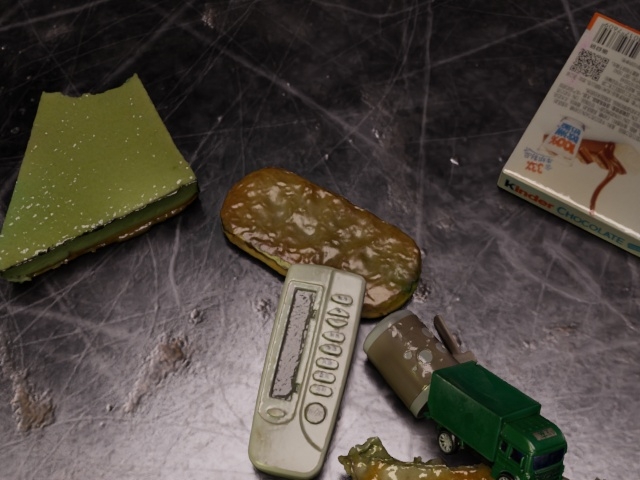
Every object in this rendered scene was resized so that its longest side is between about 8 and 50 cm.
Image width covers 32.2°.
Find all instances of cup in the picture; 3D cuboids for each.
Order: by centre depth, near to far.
[{"bbox_3d":[0.110,0.121,1.187,0.102,0.074,0.099,-35,69,-15],"label":"cup"}]

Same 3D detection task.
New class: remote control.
[{"bbox_3d":[-0.014,0.139,1.184,0.090,0.049,0.230,10,70,10],"label":"remote control"}]

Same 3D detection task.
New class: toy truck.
[{"bbox_3d":[0.173,0.188,1.088,0.065,0.079,0.147,-9,28,-35],"label":"toy truck"}]

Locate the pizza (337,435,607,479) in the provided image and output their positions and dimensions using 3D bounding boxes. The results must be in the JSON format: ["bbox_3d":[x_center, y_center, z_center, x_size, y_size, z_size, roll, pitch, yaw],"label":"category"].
[{"bbox_3d":[0.146,0.290,1.112,0.288,0.075,0.280,36,66,18],"label":"pizza"}]

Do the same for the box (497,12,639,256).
[{"bbox_3d":[0.389,-0.112,1.313,0.273,0.048,0.265,29,68,12],"label":"box"}]

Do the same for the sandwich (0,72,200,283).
[{"bbox_3d":[-0.291,-0.083,1.300,0.245,0.063,0.212,-25,63,-12],"label":"sandwich"}]

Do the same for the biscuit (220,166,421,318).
[{"bbox_3d":[0.000,0.000,1.272,0.247,0.029,0.118,30,66,14],"label":"biscuit"}]
